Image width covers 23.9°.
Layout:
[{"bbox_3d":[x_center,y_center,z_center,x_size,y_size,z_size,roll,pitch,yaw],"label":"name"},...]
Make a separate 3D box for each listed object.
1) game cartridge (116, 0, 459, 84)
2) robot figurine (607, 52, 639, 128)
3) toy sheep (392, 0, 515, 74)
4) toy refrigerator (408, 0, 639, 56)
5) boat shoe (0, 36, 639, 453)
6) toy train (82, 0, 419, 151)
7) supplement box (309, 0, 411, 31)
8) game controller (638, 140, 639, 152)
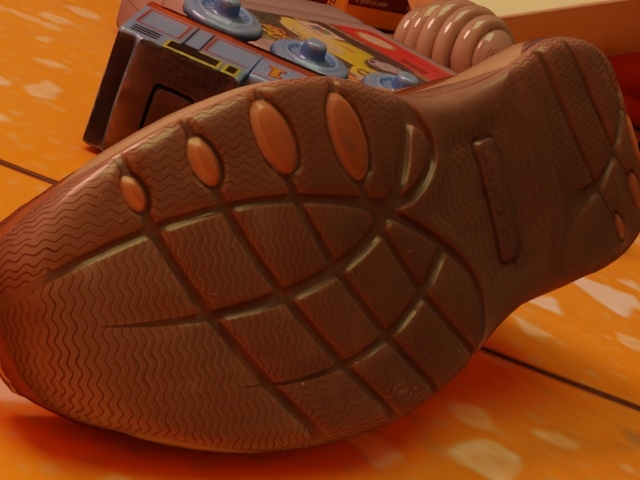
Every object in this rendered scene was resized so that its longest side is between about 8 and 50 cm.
[{"bbox_3d":[0.016,-0.089,0.920,0.196,0.060,0.294,-3,30,-46],"label":"game cartridge"},{"bbox_3d":[0.291,-0.186,1.378,0.219,0.128,0.158,1,42,-13],"label":"robot figurine"},{"bbox_3d":[0.101,-0.132,1.096,0.132,0.091,0.091,12,7,42],"label":"toy sheep"},{"bbox_3d":[0.214,-0.210,1.248,0.269,0.094,0.102,-11,66,-19],"label":"toy refrigerator"},{"bbox_3d":[0.000,0.000,0.560,0.116,0.123,0.324,-8,4,41],"label":"boat shoe"},{"bbox_3d":[-0.021,-0.056,0.737,0.184,0.080,0.105,24,26,1],"label":"toy train"},{"bbox_3d":[0.021,-0.313,1.362,0.194,0.191,0.129,32,20,33],"label":"supplement box"},{"bbox_3d":[0.382,-0.045,1.038,0.319,0.166,0.067,19,52,-6],"label":"game controller"}]
